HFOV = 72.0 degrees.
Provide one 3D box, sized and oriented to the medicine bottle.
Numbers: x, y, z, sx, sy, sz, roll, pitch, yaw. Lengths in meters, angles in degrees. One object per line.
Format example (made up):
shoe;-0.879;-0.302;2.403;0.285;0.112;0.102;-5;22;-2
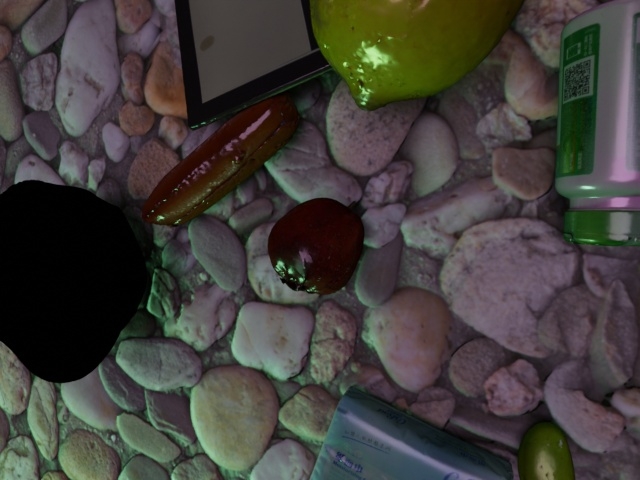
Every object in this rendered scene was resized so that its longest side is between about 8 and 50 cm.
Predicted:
medicine bottle;0.360;-0.130;0.533;0.133;0.133;0.274;2;92;19

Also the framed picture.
framed picture;-0.124;-0.373;0.715;0.265;0.016;0.347;-18;73;19

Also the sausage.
sausage;-0.170;-0.128;0.741;0.330;0.102;0.102;-35;81;17

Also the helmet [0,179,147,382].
helmet;-0.435;0.059;0.791;0.271;0.197;0.338;-27;89;11

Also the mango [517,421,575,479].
mango;0.314;0.308;0.611;0.073;0.056;0.108;8;83;15

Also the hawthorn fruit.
hawthorn fruit;0.000;0.000;0.676;0.148;0.148;0.172;29;74;16

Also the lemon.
lemon;0.117;-0.312;0.547;0.258;0.258;0.310;32;100;16

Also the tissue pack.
tissue pack;0.125;0.359;0.661;0.263;0.089;0.177;21;97;17
